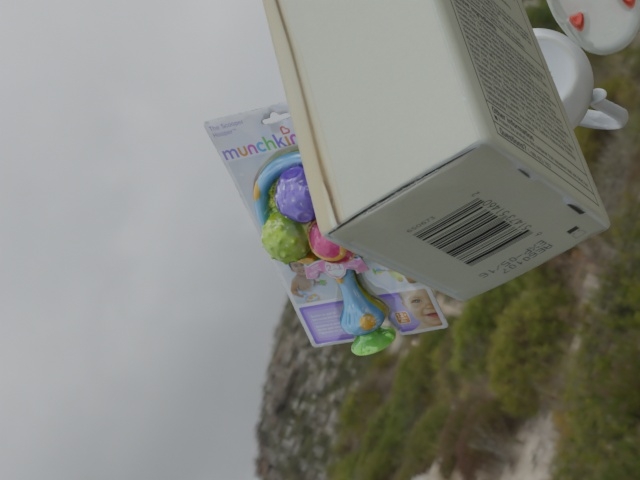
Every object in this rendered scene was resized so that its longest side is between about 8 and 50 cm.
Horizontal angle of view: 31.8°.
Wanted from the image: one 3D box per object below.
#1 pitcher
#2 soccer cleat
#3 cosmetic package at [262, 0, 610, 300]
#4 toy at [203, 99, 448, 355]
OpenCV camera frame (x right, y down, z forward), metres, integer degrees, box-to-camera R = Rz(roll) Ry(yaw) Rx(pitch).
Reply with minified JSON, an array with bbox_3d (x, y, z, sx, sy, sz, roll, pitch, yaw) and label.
[{"bbox_3d":[0.268,-0.164,1.278,0.207,0.178,0.125,39,-123,-80],"label":"pitcher"},{"bbox_3d":[0.173,-0.210,0.767,0.076,0.068,0.196,30,-140,-65],"label":"soccer cleat"},{"bbox_3d":[0.054,-0.134,0.700,0.160,0.113,0.309,26,-139,-48],"label":"cosmetic package"},{"bbox_3d":[0.000,0.000,0.931,0.237,0.137,0.056,63,-147,-27],"label":"toy"}]
